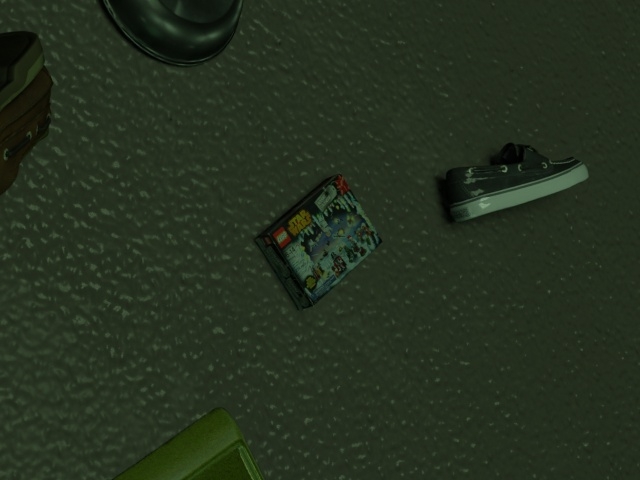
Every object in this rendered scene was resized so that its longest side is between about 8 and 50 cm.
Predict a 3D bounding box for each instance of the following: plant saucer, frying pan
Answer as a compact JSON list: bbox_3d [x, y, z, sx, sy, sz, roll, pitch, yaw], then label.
[{"bbox_3d":[-0.103,0.281,1.525,0.188,0.045,0.188,-32,99,-42],"label":"plant saucer"},{"bbox_3d":[-0.197,-0.317,1.629,0.326,0.053,0.197,38,54,-30],"label":"frying pan"}]

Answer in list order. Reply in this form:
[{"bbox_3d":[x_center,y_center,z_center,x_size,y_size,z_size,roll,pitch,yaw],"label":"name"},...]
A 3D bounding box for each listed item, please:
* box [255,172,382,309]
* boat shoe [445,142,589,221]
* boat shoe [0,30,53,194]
[{"bbox_3d":[0.000,0.000,1.713,0.137,0.027,0.094,-42,104,-40],"label":"box"},{"bbox_3d":[0.237,-0.082,1.917,0.228,0.080,0.076,-17,90,-35],"label":"boat shoe"},{"bbox_3d":[-0.308,-0.077,1.372,0.307,0.110,0.104,-58,142,-53],"label":"boat shoe"}]
